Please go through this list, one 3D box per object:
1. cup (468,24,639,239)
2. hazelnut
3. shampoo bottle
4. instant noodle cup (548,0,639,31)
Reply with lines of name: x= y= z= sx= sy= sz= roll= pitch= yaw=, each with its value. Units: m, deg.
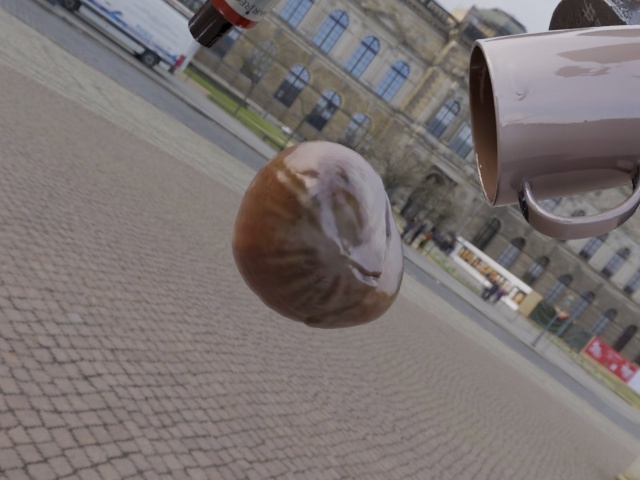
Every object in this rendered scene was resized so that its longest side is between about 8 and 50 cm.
cup: x=0.285 y=-0.118 z=0.688 sx=0.191 sy=0.201 sz=0.252 roll=73 pitch=13 yaw=-56
hazelnut: x=0.000 y=0.000 z=1.137 sx=0.372 sy=0.315 sz=0.372 roll=53 pitch=-5 yaw=6
shampoo bottle: x=-0.106 y=-0.409 z=0.973 sx=0.104 sy=0.278 sz=0.104 roll=32 pitch=41 yaw=-32
instant noodle cup: x=0.471 y=-0.278 z=0.885 sx=0.217 sy=0.208 sz=0.217 roll=161 pitch=-90 yaw=-85
